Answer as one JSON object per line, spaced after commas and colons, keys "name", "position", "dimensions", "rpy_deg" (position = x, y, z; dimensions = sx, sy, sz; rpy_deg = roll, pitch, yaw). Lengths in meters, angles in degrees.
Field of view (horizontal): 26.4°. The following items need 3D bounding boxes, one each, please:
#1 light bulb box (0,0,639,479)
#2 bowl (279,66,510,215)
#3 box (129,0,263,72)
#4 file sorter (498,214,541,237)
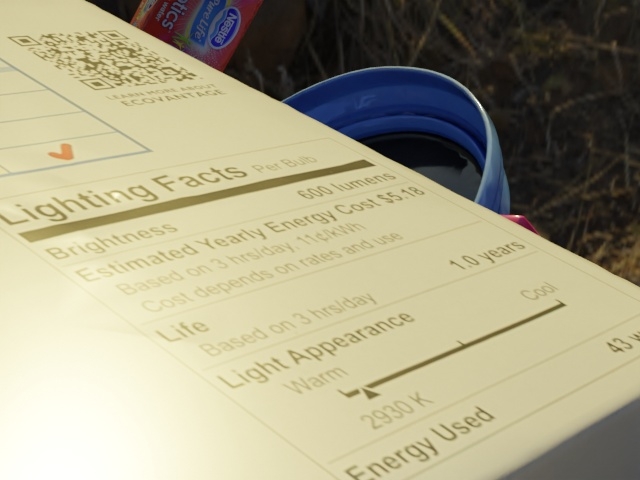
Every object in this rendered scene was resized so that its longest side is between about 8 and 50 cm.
{"name": "light bulb box", "position": [-0.124, 0.085, 0.458], "dimensions": [0.361, 0.225, 0.358], "rpy_deg": [30, 30, 34]}
{"name": "bowl", "position": [0.000, 0.000, 1.287], "dimensions": [0.391, 0.077, 0.391], "rpy_deg": [-23, 39, 20]}
{"name": "box", "position": [-0.167, -0.314, 1.851], "dimensions": [0.128, 0.122, 0.257], "rpy_deg": [28, 98, -20]}
{"name": "file sorter", "position": [0.071, 0.140, 0.793], "dimensions": [0.182, 0.290, 0.202], "rpy_deg": [6, 63, 41]}
